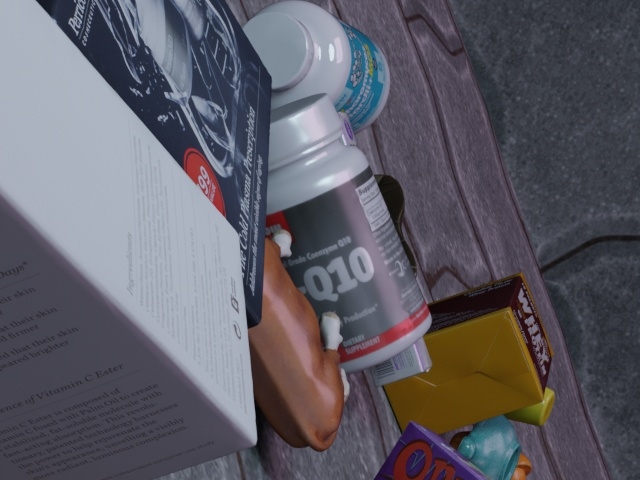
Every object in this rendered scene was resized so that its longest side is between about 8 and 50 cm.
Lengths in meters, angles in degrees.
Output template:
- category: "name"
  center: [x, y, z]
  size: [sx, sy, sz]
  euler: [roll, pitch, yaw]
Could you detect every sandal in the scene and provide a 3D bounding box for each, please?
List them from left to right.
- category: "sandal"
  center: [0.079, -0.003, 2.273]
  size: [0.060, 0.090, 0.219]
  euler: [94, -16, -46]

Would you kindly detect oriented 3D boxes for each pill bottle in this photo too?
- category: "pill bottle"
  center: [-0.016, -0.210, 2.088]
  size: [0.264, 0.146, 0.146]
  euler: [10, 62, -71]
- category: "pill bottle"
  center: [-0.001, -0.005, 1.873]
  size: [0.161, 0.161, 0.283]
  euler: [-54, 122, -71]

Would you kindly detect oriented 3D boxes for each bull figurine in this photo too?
- category: "bull figurine"
  center: [-0.060, 0.062, 1.711]
  size: [0.188, 0.101, 0.310]
  euler: [-55, 123, -73]

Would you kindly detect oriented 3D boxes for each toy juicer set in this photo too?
- category: "toy juicer set"
  center: [0.205, 0.317, 2.270]
  size: [0.329, 0.089, 0.209]
  euler: [-34, 140, -59]

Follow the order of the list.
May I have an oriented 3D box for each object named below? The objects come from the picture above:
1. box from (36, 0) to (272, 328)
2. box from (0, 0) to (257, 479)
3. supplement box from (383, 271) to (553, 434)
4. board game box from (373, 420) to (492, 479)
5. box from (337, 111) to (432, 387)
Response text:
- category: "box"
  center: [-0.187, -0.119, 1.374]
  size: [0.312, 0.179, 0.343]
  euler: [57, 21, -35]
- category: "box"
  center: [-0.210, 0.006, 0.990]
  size: [0.345, 0.215, 0.168]
  euler: [52, 24, -49]
- category: "supplement box"
  center: [0.193, 0.152, 2.262]
  size: [0.194, 0.191, 0.129]
  euler: [-51, 120, -72]
- category: "board game box"
  center: [0.134, 0.334, 1.566]
  size: [0.056, 0.208, 0.347]
  euler: [34, 1, -38]
- category: "box"
  center: [0.048, 0.010, 2.014]
  size: [0.063, 0.067, 0.324]
  euler: [-13, 83, -76]
